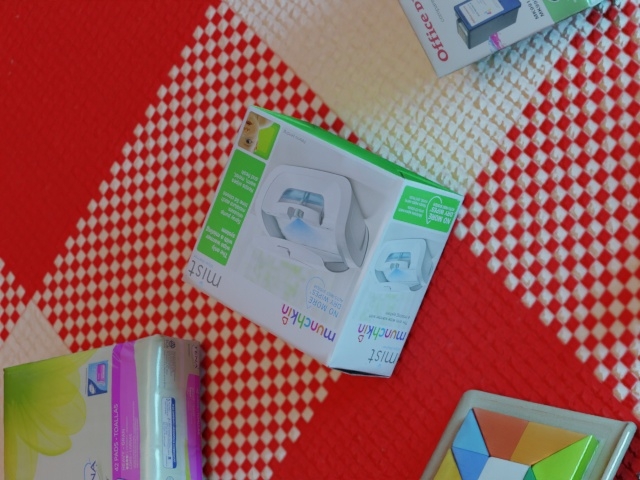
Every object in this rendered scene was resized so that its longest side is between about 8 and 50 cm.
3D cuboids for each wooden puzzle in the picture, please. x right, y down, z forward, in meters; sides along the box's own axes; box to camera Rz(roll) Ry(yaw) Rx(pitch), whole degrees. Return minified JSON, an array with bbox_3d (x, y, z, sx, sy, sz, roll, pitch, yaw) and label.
[{"bbox_3d":[0.189,0.260,1.996,0.238,0.044,0.221,6,58,43],"label":"wooden puzzle"}]

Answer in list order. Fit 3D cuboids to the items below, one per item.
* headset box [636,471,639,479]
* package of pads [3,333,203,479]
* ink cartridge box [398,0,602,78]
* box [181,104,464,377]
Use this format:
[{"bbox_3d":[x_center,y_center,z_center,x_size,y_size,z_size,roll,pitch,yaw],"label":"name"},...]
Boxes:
[{"bbox_3d":[0.356,0.257,1.920,0.062,0.032,0.083,-26,65,35],"label":"headset box"},{"bbox_3d":[-0.277,0.256,2.427,0.296,0.101,0.229,-14,72,40],"label":"package of pads"},{"bbox_3d":[0.192,-0.290,2.085,0.212,0.093,0.154,-22,98,38],"label":"ink cartridge box"},{"bbox_3d":[0.000,0.000,2.217,0.262,0.127,0.231,29,100,39],"label":"box"}]
